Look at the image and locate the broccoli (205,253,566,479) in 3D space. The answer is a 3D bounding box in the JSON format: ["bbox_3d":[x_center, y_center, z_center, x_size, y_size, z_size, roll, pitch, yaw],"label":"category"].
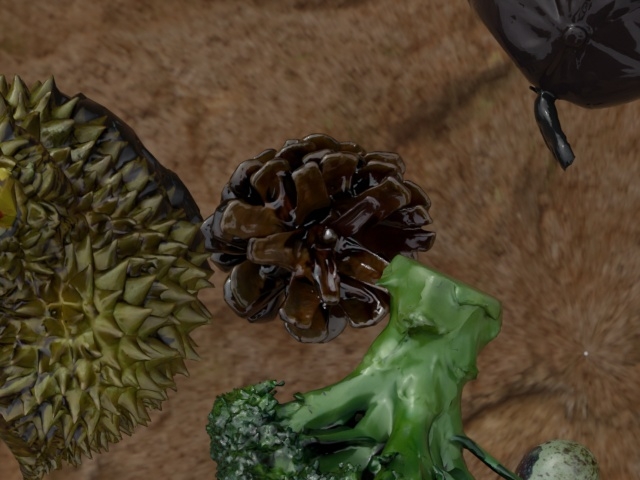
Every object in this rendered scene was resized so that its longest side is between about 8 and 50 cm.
[{"bbox_3d":[0.059,0.170,1.088,0.297,0.297,0.297,22,91,11],"label":"broccoli"}]

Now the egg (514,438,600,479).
[{"bbox_3d":[0.282,0.281,1.752,0.110,0.085,0.085,-8,83,40],"label":"egg"}]

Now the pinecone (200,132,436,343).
[{"bbox_3d":[0.002,0.001,1.379,0.201,0.228,0.203,16,104,54],"label":"pinecone"}]

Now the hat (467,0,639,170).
[{"bbox_3d":[0.285,-0.188,1.299,0.336,0.238,0.209,16,45,-5],"label":"hat"}]

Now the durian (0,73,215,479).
[{"bbox_3d":[-0.126,-0.002,0.632,0.138,0.237,0.193,-41,91,-26],"label":"durian"}]
